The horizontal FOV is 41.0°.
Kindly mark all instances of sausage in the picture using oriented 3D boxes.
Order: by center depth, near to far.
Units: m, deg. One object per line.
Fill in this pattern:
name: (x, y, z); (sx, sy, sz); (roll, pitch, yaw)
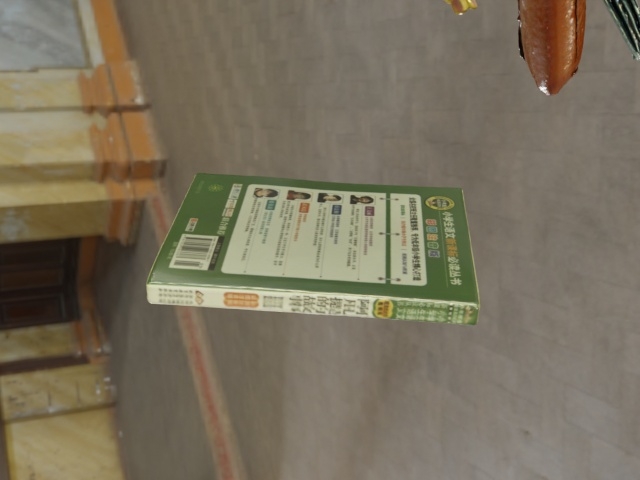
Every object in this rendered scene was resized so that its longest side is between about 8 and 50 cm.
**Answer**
sausage: (0.320, -0.347, 1.187); (0.330, 0.102, 0.102); (72, 172, -46)

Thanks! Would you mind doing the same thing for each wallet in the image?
wallet: (0.492, -0.443, 1.457); (0.054, 0.251, 0.290); (-27, 93, 26)

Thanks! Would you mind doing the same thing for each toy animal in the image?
toy animal: (0.230, -0.432, 1.445); (0.083, 0.070, 0.159); (-37, 34, 18)

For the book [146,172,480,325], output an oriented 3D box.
book: (0.000, 0.000, 0.755); (0.202, 0.264, 0.027); (-82, -6, -60)
